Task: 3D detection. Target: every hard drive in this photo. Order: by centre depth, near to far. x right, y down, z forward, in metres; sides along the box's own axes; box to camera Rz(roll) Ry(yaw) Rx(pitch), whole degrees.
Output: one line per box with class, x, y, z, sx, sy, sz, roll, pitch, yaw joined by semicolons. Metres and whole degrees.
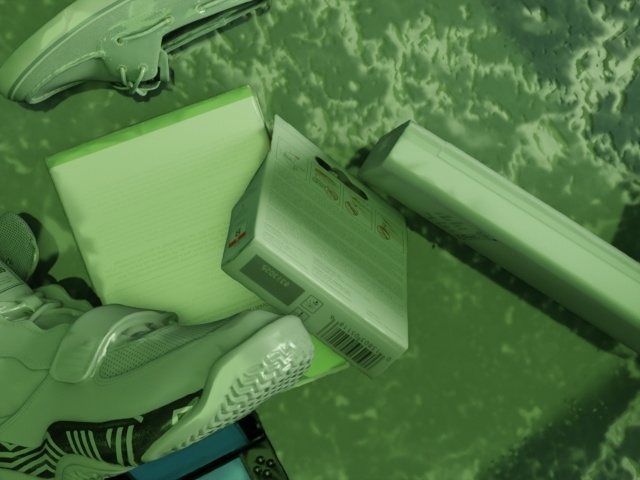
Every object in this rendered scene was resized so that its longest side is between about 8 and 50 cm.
hard drive;0.174;0.015;0.961;0.308;0.203;0.040;32;89;-3

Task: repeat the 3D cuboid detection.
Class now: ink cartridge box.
ink cartridge box;0.000;0.000;0.965;0.145;0.179;0.045;37;116;-19
ink cartridge box;-0.095;0.015;1.019;0.171;0.056;0.235;-20;94;-3

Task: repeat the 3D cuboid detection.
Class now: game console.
game console;-0.091;0.196;1.013;0.122;0.071;0.107;-27;92;-3

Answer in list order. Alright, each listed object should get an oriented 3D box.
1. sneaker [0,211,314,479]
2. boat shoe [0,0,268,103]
sneaker;-0.191;0.068;0.926;0.366;0.137;0.210;-22;88;26
boat shoe;-0.140;-0.158;1.001;0.228;0.079;0.081;-32;88;-6
